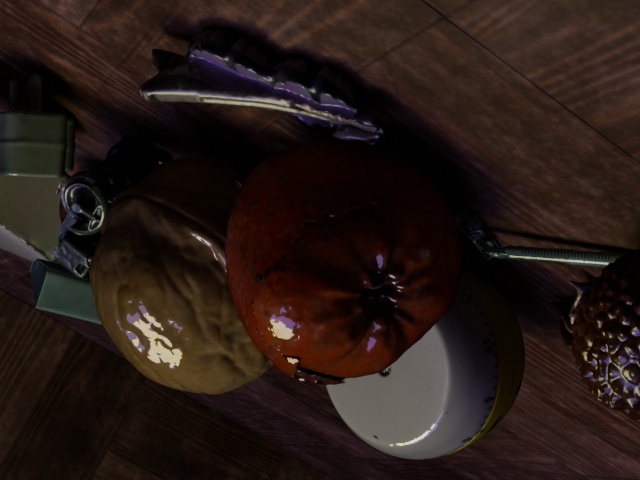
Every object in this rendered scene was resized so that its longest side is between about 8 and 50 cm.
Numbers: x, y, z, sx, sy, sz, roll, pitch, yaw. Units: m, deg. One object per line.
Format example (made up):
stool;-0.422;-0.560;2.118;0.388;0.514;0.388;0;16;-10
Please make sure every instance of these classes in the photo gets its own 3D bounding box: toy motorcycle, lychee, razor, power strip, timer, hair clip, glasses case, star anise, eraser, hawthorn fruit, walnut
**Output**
toy motorcycle;-0.305;-0.028;1.644;0.127;0.205;0.275;30;122;3
lychee;0.351;0.088;1.185;0.188;0.188;0.188;24;161;9
razor;0.264;0.014;1.309;0.211;0.036;0.084;11;158;40
power strip;-0.460;-0.161;1.629;0.229;0.141;0.261;0;-177;-41
timer;0.163;0.145;1.519;0.285;0.285;0.285;24;161;9
hair clip;-0.064;-0.163;1.228;0.292;0.084;0.106;16;154;16
glasses case;-0.305;0.086;1.740;0.266;0.056;0.105;18;-155;-30
star anise;0.418;0.108;1.383;0.227;0.218;0.148;-10;126;-10
eraser;-0.564;-0.089;1.976;0.331;0.150;0.331;26;160;10
hawthorn fruit;0.000;0.000;1.315;0.307;0.276;0.276;45;176;40
walnut;-0.163;0.047;1.503;0.313;0.277;0.252;59;173;-37

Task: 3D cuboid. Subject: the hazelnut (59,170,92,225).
hazelnut;-0.349;-0.045;1.829;0.154;0.143;0.143;40;166;18
